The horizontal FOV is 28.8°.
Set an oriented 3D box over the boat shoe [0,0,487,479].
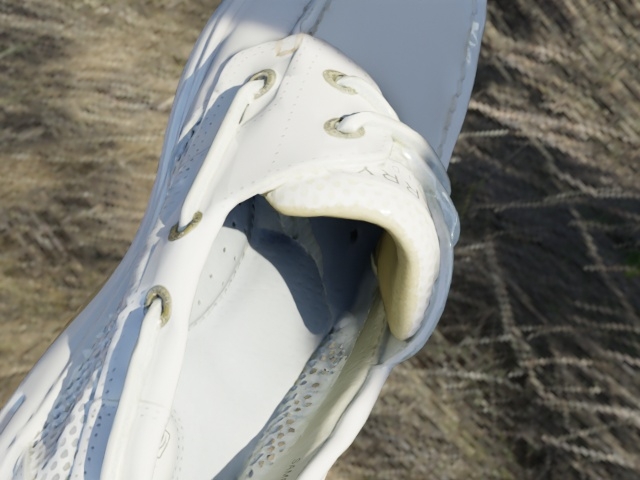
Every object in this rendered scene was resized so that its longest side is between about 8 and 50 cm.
[{"bbox_3d":[0.000,0.000,0.366,0.098,0.277,0.096,39,153,-28],"label":"boat shoe"}]
